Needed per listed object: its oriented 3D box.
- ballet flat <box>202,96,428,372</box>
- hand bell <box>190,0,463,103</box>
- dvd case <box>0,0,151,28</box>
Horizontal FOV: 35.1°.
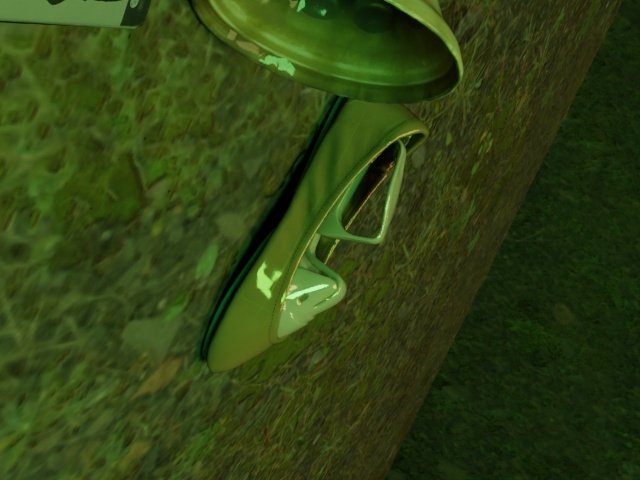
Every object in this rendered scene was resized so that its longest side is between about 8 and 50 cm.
[{"bbox_3d":[0.000,0.000,0.700,0.232,0.073,0.080,-62,165,-3],"label":"ballet flat"},{"bbox_3d":[0.039,-0.199,0.470,0.126,0.126,0.242,60,47,-73],"label":"hand bell"},{"bbox_3d":[-0.086,-0.141,0.240,0.179,0.029,0.238,-67,164,17],"label":"dvd case"}]
